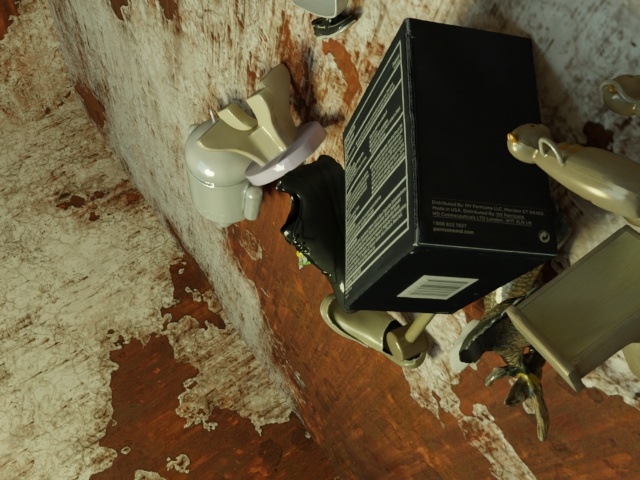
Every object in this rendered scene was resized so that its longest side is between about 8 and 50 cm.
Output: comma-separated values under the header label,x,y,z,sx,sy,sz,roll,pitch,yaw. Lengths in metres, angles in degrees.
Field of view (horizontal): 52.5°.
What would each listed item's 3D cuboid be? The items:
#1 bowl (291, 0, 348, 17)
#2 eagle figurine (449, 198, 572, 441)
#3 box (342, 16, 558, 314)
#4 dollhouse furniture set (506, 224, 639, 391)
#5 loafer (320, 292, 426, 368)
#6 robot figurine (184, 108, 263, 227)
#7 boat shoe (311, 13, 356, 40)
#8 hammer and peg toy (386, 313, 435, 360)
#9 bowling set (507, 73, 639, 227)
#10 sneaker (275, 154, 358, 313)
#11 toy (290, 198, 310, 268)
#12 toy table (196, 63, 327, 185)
label,x,y,z,sx,sy,sz,roll,pitch,yaw
bowl,-0.003,-0.443,1.049,0.142,0.053,0.141,38,151,43
eagle figurine,0.293,0.106,0.969,0.298,0.225,0.226,61,173,-35
box,0.150,-0.078,0.868,0.296,0.183,0.293,126,146,-67
dollhouse furniture set,0.345,0.127,0.750,0.242,0.161,0.212,51,-177,-39
loafer,0.126,0.195,1.454,0.269,0.101,0.092,28,164,0
robot figurine,-0.250,-0.182,1.713,0.300,0.200,0.353,44,154,22
boat shoe,0.020,-0.371,1.108,0.038,0.046,0.125,61,167,-19
hammer and peg toy,0.148,0.017,1.151,0.361,0.128,0.266,68,159,9
bowling set,0.346,-0.105,0.651,0.287,0.199,0.154,21,-165,-43
sneaker,0.000,0.000,1.144,0.109,0.130,0.286,-1,107,67
toy,-0.037,-0.058,1.567,0.137,0.056,0.237,127,139,-76
toy table,-0.119,-0.229,1.355,0.161,0.252,0.274,49,149,-19
